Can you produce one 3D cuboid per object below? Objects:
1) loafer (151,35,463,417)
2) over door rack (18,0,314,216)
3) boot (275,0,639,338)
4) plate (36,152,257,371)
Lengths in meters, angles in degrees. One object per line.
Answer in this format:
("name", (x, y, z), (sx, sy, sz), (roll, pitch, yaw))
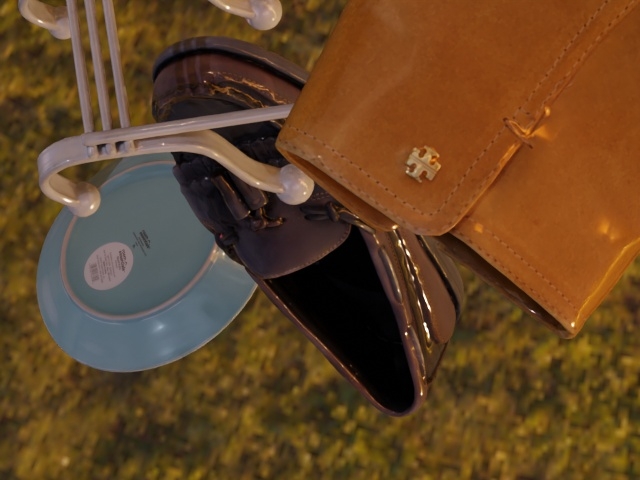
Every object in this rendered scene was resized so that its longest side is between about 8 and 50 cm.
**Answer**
("loafer", (0.000, 0.000, 1.051), (0.109, 0.095, 0.302), (-11, 142, 28))
("over door rack", (0.003, -0.153, 0.936), (0.324, 0.239, 0.108), (-14, 156, 6))
("boot", (0.046, -0.120, 0.675), (0.295, 0.211, 0.104), (42, 172, -8))
("plate", (-0.122, 0.003, 1.251), (0.188, 0.188, 0.024), (-5, 150, 22))
